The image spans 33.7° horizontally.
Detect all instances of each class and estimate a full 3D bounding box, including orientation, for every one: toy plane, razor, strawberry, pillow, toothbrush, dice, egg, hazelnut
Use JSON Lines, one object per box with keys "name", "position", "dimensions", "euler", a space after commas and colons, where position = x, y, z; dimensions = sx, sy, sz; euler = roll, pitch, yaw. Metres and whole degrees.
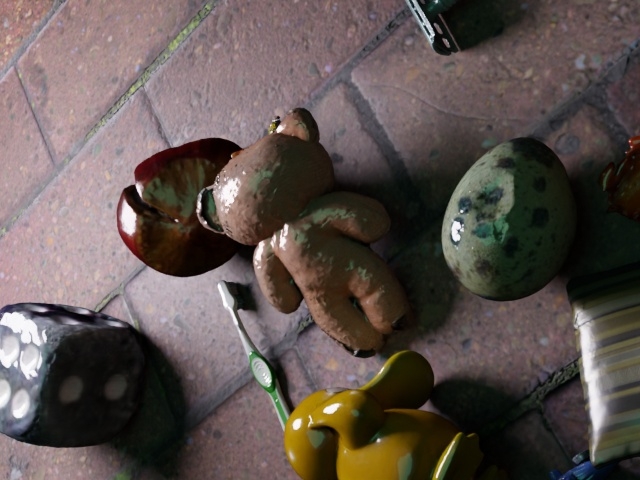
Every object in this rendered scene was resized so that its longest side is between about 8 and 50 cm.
{"name": "toy plane", "position": [0.294, 0.232, 1.091], "dimensions": [0.167, 0.062, 0.054], "euler": [-38, 62, 16]}
{"name": "razor", "position": [0.203, -0.331, 1.239], "dimensions": [0.232, 0.068, 0.106], "euler": [-37, 64, 23]}
{"name": "strawberry", "position": [0.374, -0.089, 1.067], "dimensions": [0.188, 0.082, 0.121], "euler": [-46, 39, 35]}
{"name": "pillow", "position": [0.354, 0.107, 1.050], "dimensions": [0.208, 0.052, 0.212], "euler": [-19, 56, 31]}
{"name": "toothbrush", "position": [-0.073, 0.182, 1.397], "dimensions": [0.030, 0.030, 0.304], "euler": [-39, 63, 27]}
{"name": "dice", "position": [-0.380, 0.193, 1.538], "dimensions": [0.182, 0.183, 0.182], "euler": [12, 93, 40]}
{"name": "egg", "position": [0.206, -0.023, 1.140], "dimensions": [0.141, 0.141, 0.182], "euler": [15, 85, 38]}
{"name": "hazelnut", "position": [-0.172, -0.050, 1.432], "dimensions": [0.178, 0.178, 0.204], "euler": [45, 106, 32]}

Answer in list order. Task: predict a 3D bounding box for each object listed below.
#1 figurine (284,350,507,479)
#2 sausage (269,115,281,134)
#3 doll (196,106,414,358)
{"name": "figurine", "position": [0.075, 0.240, 1.182], "dimensions": [0.215, 0.215, 0.228], "euler": [-55, 43, 18]}
{"name": "sausage", "position": [-0.056, -0.073, 1.421], "dimensions": [0.028, 0.025, 0.198], "euler": [-7, 79, 34]}
{"name": "doll", "position": [0.000, 0.000, 1.322], "dimensions": [0.201, 0.156, 0.303], "euler": [-38, 91, 19]}
